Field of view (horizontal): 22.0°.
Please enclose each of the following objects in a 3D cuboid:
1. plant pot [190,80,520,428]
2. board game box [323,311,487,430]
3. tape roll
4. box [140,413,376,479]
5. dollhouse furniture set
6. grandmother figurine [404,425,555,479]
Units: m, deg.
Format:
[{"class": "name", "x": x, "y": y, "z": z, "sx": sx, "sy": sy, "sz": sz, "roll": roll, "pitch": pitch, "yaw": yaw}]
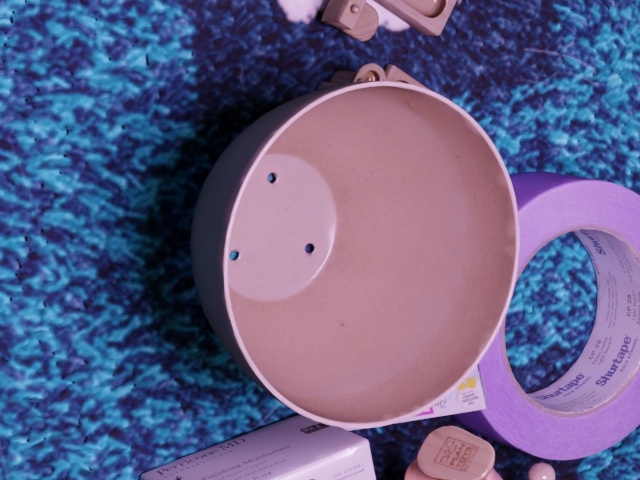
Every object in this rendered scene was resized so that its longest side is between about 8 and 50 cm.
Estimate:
[{"class": "plant pot", "x": 0.000, "y": 0.000, "z": 1.410, "sx": 0.284, "sy": 0.191, "sz": 0.284, "roll": -6, "pitch": 101, "yaw": -30}, {"class": "board game box", "x": 0.068, "y": 0.116, "z": 1.512, "sx": 0.154, "sy": 0.026, "sz": 0.103, "roll": -11, "pitch": 107, "yaw": 11}, {"class": "tape roll", "x": 0.229, "y": 0.072, "z": 1.617, "sx": 0.275, "sy": 0.090, "sz": 0.275, "roll": -6, "pitch": 101, "yaw": -29}, {"class": "box", "x": -0.043, "y": 0.274, "z": 1.470, "sx": 0.181, "sy": 0.119, "sz": 0.182, "roll": -19, "pitch": 106, "yaw": -27}, {"class": "dollhouse furniture set", "x": 0.085, "y": -0.180, "z": 1.470, "sx": 0.144, "sy": 0.123, "sz": 0.151, "roll": 30, "pitch": 82, "yaw": -31}, {"class": "grandmother figurine", "x": 0.176, "y": 0.308, "z": 1.577, "sx": 0.208, "sy": 0.104, "sz": 0.342, "roll": -52, "pitch": 137, "yaw": -20}]
